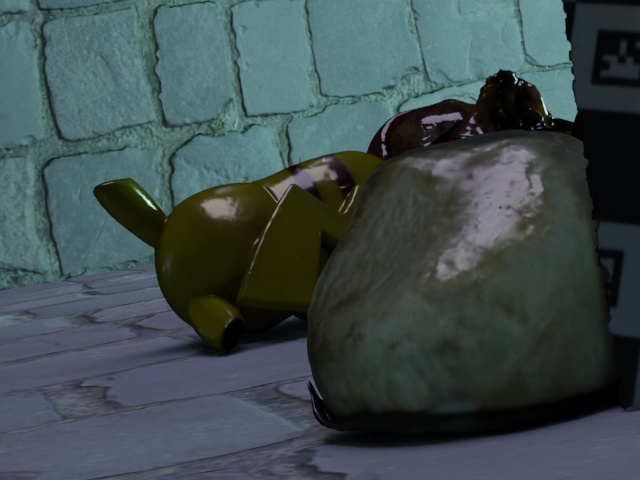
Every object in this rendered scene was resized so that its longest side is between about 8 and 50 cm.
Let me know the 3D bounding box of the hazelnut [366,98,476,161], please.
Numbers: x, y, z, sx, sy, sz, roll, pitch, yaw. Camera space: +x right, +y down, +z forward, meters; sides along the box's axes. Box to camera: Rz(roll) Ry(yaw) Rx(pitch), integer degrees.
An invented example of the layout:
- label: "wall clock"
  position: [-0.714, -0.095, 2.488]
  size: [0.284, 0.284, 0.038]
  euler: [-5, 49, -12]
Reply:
- label: "hazelnut"
  position: [0.171, -0.073, 1.986]
  size: [0.234, 0.218, 0.218]
  euler: [-3, 3, 3]

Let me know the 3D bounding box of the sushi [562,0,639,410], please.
- label: "sushi"
  position: [0.317, -0.077, 0.874]
  size: [0.339, 0.320, 0.069]
  euler: [-10, -13, 16]

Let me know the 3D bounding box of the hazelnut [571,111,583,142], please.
- label: "hazelnut"
  position: [0.291, -0.069, 1.083]
  size: [0.217, 0.251, 0.217]
  euler: [22, 2, -1]

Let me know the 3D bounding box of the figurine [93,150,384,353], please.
- label: "figurine"
  position: [-0.040, 0.013, 1.566]
  size: [0.327, 0.218, 0.169]
  euler: [-18, -34, -24]

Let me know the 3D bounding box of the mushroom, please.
- label: "mushroom"
  position: [0.111, 0.015, 0.956]
  size: [0.267, 0.164, 0.189]
  euler: [-11, 2, -31]

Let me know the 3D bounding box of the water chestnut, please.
- label: "water chestnut"
  position: [0.210, -0.068, 1.683]
  size: [0.223, 0.238, 0.223]
  euler: [-3, 12, 1]
